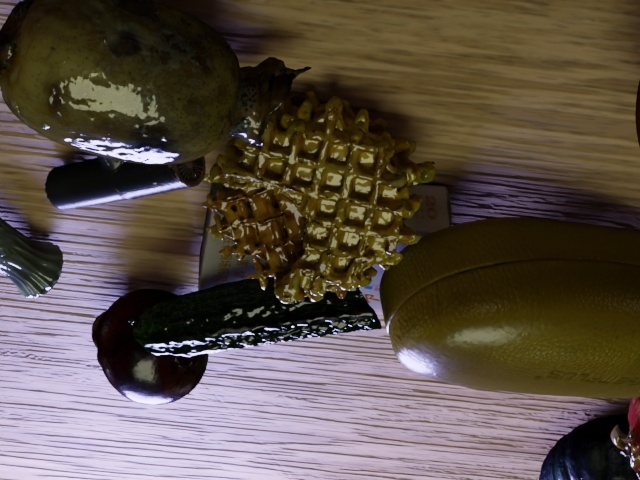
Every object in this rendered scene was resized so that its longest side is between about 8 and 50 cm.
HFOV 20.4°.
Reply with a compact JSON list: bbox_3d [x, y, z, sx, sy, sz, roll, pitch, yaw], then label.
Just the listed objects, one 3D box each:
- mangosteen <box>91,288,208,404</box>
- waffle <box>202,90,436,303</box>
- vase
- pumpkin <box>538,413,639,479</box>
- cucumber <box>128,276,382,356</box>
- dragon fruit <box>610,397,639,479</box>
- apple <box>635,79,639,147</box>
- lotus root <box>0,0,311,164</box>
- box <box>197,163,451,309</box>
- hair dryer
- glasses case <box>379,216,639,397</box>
[{"bbox_3d":[-0.188,0.112,1.894,0.140,0.140,0.140,1,145,1],"label":"mangosteen"},{"bbox_3d":[-0.005,-0.036,1.638,0.193,0.070,0.197,39,104,-10],"label":"waffle"},{"bbox_3d":[-0.324,0.004,1.778,0.081,0.081,0.149,-22,141,29],"label":"vase"},{"bbox_3d":[0.357,0.291,2.100,0.202,0.140,0.202,0,142,0],"label":"pumpkin"},{"bbox_3d":[-0.069,0.074,1.750,0.265,0.077,0.077,-11,143,15],"label":"cucumber"},{"bbox_3d":[0.431,0.201,1.949,0.282,0.147,0.211,22,111,-47],"label":"dragon fruit"},{"bbox_3d":[0.373,-0.119,1.495,0.210,0.173,0.235,25,130,-3],"label":"apple"},{"bbox_3d":[-0.143,-0.133,1.513,0.278,0.154,0.154,12,143,-21],"label":"lotus root"},{"bbox_3d":[0.001,0.000,1.765,0.233,0.067,0.149,5,147,-7],"label":"box"},{"bbox_3d":[-0.223,-0.111,1.635,0.173,0.050,0.195,-11,128,37],"label":"hair dryer"},{"bbox_3d":[0.246,0.077,1.745,0.371,0.141,0.173,6,142,-29],"label":"glasses case"}]
